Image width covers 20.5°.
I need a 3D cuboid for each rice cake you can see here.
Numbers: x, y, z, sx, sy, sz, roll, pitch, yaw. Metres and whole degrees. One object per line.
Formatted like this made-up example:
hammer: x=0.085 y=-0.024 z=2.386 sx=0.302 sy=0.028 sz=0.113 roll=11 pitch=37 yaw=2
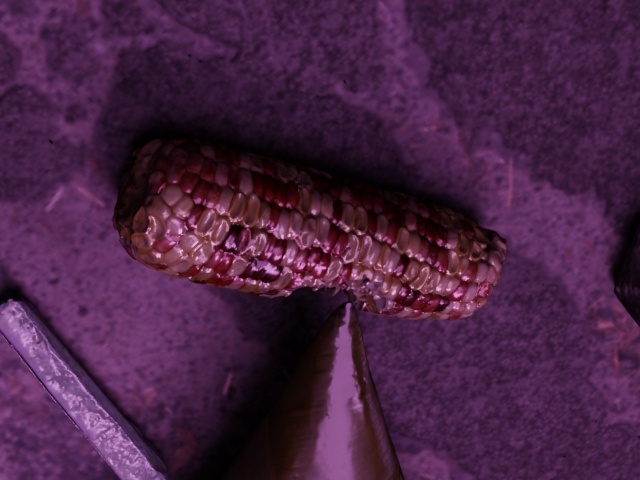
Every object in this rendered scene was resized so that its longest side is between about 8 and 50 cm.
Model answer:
rice cake: x=-0.170 y=0.111 z=1.252 sx=0.033 sy=0.033 sz=0.208 roll=-32 pitch=123 yaw=4

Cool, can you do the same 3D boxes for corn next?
corn: x=0.000 y=0.000 z=1.206 sx=0.289 sy=0.098 sz=0.098 roll=14 pitch=114 yaw=-25

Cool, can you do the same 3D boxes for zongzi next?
zongzi: x=-0.074 y=0.226 z=1.268 sx=0.323 sy=0.160 sz=0.360 roll=-19 pitch=126 yaw=-6

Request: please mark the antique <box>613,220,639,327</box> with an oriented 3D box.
antique: x=0.318 y=0.035 z=1.328 sx=0.183 sy=0.086 sz=0.088 roll=6 pitch=116 yaw=-20
